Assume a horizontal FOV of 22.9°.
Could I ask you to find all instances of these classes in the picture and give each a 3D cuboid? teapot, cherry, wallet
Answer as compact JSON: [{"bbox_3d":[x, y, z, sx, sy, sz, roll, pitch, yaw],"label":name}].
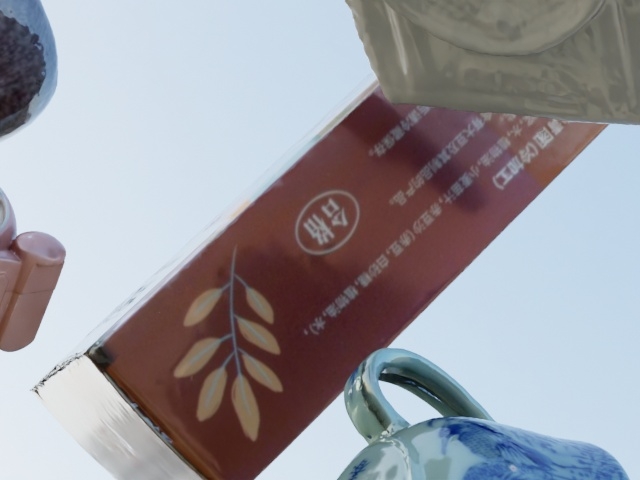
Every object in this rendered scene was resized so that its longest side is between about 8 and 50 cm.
[{"bbox_3d":[0.050,0.141,0.704,0.159,0.232,0.159,2,-49,2],"label":"teapot"},{"bbox_3d":[-0.272,-0.142,1.115,0.140,0.176,0.176,25,-16,50],"label":"cherry"},{"bbox_3d":[0.093,-0.112,0.807,0.183,0.032,0.124,7,-45,31],"label":"wallet"}]

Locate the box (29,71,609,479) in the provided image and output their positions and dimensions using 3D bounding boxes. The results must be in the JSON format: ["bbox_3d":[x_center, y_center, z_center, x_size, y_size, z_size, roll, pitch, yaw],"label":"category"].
[{"bbox_3d":[0.000,0.000,1.059,0.122,0.385,0.344,47,-17,-4],"label":"box"}]

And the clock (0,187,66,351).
[{"bbox_3d":[-0.245,-0.001,0.861,0.162,0.166,0.092,44,-59,30],"label":"clock"}]
